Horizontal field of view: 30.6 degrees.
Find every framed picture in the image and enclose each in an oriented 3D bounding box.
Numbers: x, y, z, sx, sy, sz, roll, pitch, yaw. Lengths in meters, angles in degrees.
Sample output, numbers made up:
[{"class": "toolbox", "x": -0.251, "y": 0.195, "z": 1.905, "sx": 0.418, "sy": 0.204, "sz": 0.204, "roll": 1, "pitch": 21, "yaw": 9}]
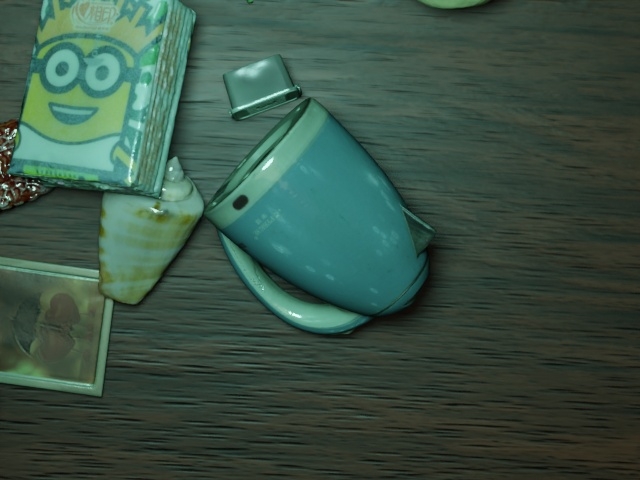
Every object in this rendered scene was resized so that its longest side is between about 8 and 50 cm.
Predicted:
[{"class": "framed picture", "x": -0.492, "y": 0.136, "z": 1.942, "sx": 0.290, "sy": 0.020, "sz": 0.211, "roll": 8, "pitch": 94, "yaw": -1}]

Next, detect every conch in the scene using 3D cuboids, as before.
[{"class": "conch", "x": -0.276, "y": -0.015, "z": 1.872, "sx": 0.158, "sy": 0.127, "sz": 0.255, "roll": 13, "pitch": 95, "yaw": -17}]

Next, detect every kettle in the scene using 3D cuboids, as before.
[{"class": "kettle", "x": 0.000, "y": 0.000, "z": 1.851, "sx": 0.342, "sy": 0.247, "sz": 0.319, "roll": 43, "pitch": 124, "yaw": -12}]

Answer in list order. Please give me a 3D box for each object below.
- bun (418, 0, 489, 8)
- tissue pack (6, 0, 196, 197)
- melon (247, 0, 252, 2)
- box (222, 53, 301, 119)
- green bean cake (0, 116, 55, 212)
[{"class": "bun", "x": 0.217, "y": -0.452, "z": 1.852, "sx": 0.222, "sy": 0.127, "sz": 0.222, "roll": -3, "pitch": 73, "yaw": 10}, {"class": "tissue pack", "x": -0.336, "y": -0.231, "z": 1.805, "sx": 0.228, "sy": 0.128, "sz": 0.310, "roll": 7, "pitch": 83, "yaw": 21}, {"class": "melon", "x": -0.098, "y": -0.514, "z": 1.885, "sx": 0.114, "sy": 0.053, "sz": 0.261, "roll": 10, "pitch": 99, "yaw": -20}, {"class": "box", "x": -0.097, "y": -0.247, "z": 1.883, "sx": 0.122, "sy": 0.084, "sz": 0.069, "roll": -20, "pitch": 85, "yaw": 1}, {"class": "green bean cake", "x": -0.510, "y": -0.120, "z": 1.900, "sx": 0.135, "sy": 0.056, "sz": 0.135, "roll": -23, "pitch": 95, "yaw": 0}]
